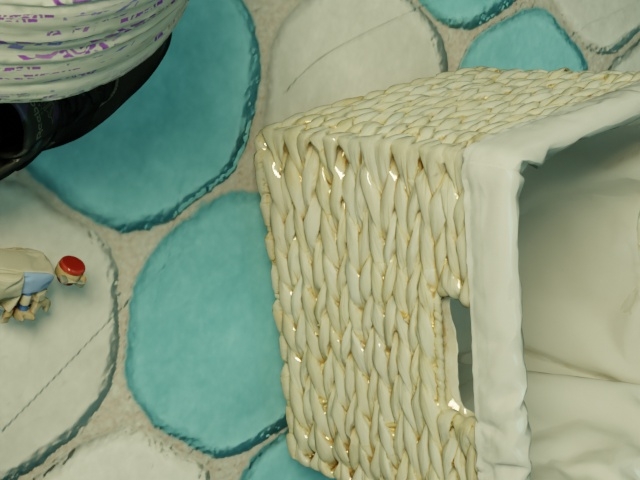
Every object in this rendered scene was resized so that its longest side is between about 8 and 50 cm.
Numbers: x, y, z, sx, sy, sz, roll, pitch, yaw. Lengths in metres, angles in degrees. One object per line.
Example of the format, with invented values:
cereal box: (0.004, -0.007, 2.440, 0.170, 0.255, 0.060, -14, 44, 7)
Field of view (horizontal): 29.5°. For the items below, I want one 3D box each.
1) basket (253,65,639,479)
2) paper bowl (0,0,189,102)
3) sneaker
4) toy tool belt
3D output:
basket: (0.149, 0.035, 1.009, 0.331, 0.266, 0.328, -23, 114, -44)
paper bowl: (-0.202, -0.198, 0.680, 0.284, 0.148, 0.284, 12, 55, -18)
sneaker: (-0.190, -0.086, 0.785, 0.283, 0.124, 0.107, -34, 121, -32)
toy tool belt: (-0.211, 0.033, 0.853, 0.083, 0.052, 0.051, 3, 129, -40)
